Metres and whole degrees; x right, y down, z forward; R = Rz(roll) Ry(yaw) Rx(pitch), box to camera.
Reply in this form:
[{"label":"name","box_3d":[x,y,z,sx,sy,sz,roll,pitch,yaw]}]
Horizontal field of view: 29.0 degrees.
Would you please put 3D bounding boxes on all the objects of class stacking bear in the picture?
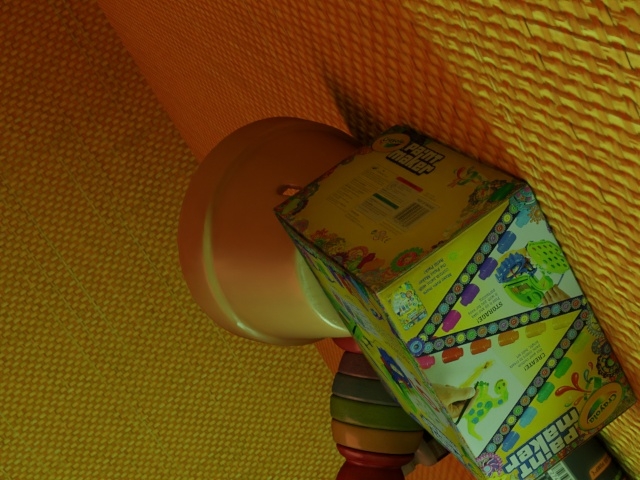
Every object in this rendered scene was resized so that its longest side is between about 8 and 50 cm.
[{"label":"stacking bear","box_3d":[0.086,0.281,1.869,0.164,0.176,0.288,32,-116,-87]}]

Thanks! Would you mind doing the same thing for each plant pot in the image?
[{"label":"plant pot","box_3d":[0.000,0.000,1.498,0.203,0.291,0.290,14,141,57]}]

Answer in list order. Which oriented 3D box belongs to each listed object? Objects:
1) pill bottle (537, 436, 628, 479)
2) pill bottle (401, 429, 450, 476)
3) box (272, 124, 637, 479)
[{"label":"pill bottle","box_3d":[0.318,0.332,1.446,0.245,0.130,0.130,54,172,6]},{"label":"pill bottle","box_3d":[0.181,0.301,1.974,0.094,0.169,0.094,54,173,9]},{"label":"box","box_3d":[0.130,0.064,1.278,0.279,0.177,0.290,59,171,-26]}]
